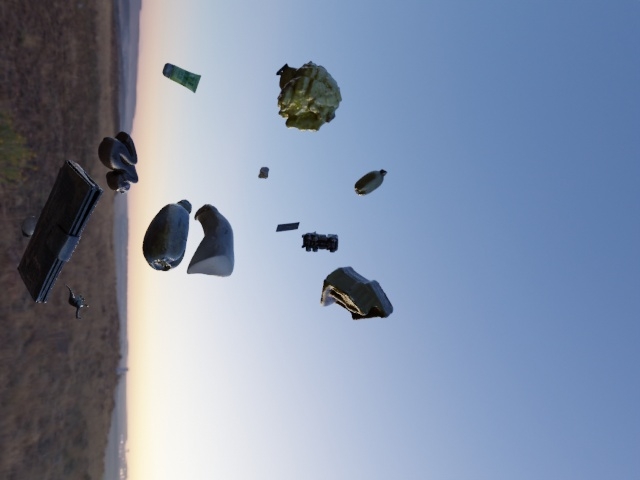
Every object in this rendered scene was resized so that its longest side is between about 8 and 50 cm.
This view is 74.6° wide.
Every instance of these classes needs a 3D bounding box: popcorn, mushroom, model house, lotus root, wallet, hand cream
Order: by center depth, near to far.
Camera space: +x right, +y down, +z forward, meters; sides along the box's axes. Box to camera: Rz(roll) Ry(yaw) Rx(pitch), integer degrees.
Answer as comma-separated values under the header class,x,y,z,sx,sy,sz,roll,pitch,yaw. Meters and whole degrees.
class,x,y,z,sx,sy,sz,roll,pitch,yaw
wallet,-0.634,-0.025,1.005,0.169,0.044,0.317,37,-80,33
lotus root,-0.526,-0.038,1.456,0.322,0.140,0.158,-95,-158,-43
model house,0.132,0.213,1.481,0.239,0.268,0.173,31,-77,18
popcorn,-0.058,-0.566,1.693,0.293,0.237,0.293,-27,-140,25
mushroom,-0.441,-0.015,1.729,0.397,0.177,0.126,-103,-160,-51
lotus root,0.246,-0.288,2.057,0.077,0.183,0.090,47,-8,50
hand cream,-0.681,-0.803,2.057,0.046,0.175,0.095,31,-79,59

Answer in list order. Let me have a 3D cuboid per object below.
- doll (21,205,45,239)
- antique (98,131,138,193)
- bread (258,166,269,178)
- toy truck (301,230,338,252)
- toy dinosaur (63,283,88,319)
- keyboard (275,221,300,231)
class,x,y,z,sx,sy,sz,roll,pitch,yaw
doll,-1.007,-0.072,1.556,0.149,0.192,0.095,58,-9,12
antique,-0.875,-0.326,1.815,0.143,0.121,0.257,-51,159,-51
bread,-0.262,-0.313,1.944,0.083,0.047,0.036,-93,-179,-56
toy truck,0.000,0.000,2.466,0.116,0.216,0.110,-75,168,-67
toy dinosaur,-0.946,0.233,1.635,0.180,0.058,0.037,41,-58,32
keyboard,-0.182,-0.076,2.357,0.010,0.155,0.053,43,-52,36
